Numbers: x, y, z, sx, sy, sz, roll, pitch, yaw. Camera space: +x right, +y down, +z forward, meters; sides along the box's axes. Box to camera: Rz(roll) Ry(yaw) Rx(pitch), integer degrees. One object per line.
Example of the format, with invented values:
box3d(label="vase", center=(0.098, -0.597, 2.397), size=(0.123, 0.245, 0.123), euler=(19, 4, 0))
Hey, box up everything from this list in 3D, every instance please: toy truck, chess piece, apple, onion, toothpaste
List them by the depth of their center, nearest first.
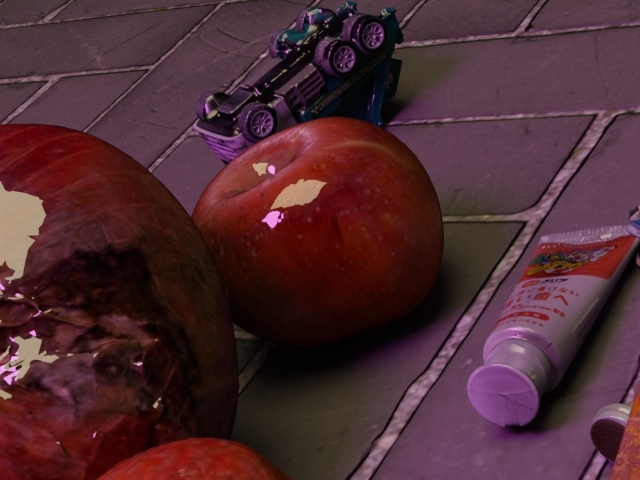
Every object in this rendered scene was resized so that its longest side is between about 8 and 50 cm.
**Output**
box3d(label="chess piece", center=(0.213, 0.105, 1.002), size=(0.042, 0.042, 0.093), euler=(4, 31, 40))
box3d(label="onion", center=(-0.219, 0.098, 1.048), size=(0.353, 0.354, 0.354), euler=(-17, 29, 10))
box3d(label="toothpaste", center=(0.169, 0.050, 1.120), size=(0.089, 0.057, 0.234), euler=(-6, 24, 30))
box3d(label="apple", center=(0.000, 0.000, 1.218), size=(0.201, 0.162, 0.201), euler=(-28, 23, 13))
box3d(label="toy truck", center=(-0.009, -0.136, 1.503), size=(0.216, 0.116, 0.110), euler=(-42, 32, -19))

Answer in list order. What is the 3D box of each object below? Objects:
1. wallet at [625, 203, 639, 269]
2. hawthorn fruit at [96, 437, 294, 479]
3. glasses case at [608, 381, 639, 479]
box3d(label="wallet", center=(0.314, 0.007, 1.073), size=(0.141, 0.059, 0.202), euler=(-29, 29, -9))
box3d(label="hawthorn fruit", center=(-0.095, 0.235, 0.841), size=(0.262, 0.210, 0.210), euler=(-29, 25, 18))
box3d(label="glasses case", center=(0.180, 0.159, 0.798), size=(0.049, 0.075, 0.218), euler=(-3, 56, 48))
